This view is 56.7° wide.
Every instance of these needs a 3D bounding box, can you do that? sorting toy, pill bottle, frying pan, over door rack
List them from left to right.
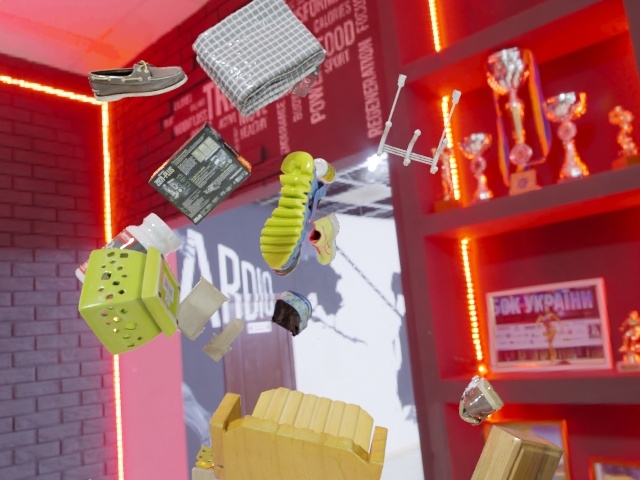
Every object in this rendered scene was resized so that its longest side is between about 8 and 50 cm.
[{"bbox_3d":[-0.726,0.075,2.271,0.363,0.210,0.210,-44,1,-16],"label":"pill bottle"},{"bbox_3d":[-0.274,0.656,1.599,0.132,0.274,0.046,5,21,7],"label":"sorting toy"},{"bbox_3d":[-0.094,-0.003,2.012,0.053,0.197,0.326,7,-30,-39],"label":"frying pan"},{"bbox_3d":[0.013,-0.228,1.984,0.065,0.065,0.116,-9,-12,20],"label":"pill bottle"},{"bbox_3d":[0.362,-0.435,2.188,0.240,0.324,0.108,16,3,-3],"label":"over door rack"}]

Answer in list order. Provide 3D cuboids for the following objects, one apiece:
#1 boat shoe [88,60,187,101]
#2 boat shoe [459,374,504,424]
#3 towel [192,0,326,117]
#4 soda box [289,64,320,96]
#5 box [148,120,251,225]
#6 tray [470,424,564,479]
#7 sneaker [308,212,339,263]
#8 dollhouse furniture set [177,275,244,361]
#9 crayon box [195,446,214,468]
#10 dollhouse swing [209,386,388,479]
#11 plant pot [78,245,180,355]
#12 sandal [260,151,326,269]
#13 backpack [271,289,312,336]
[{"bbox_3d":[-0.617,-0.547,2.002,0.324,0.116,0.096,-8,-54,4],"label":"boat shoe"},{"bbox_3d":[0.473,0.495,1.810,0.123,0.123,0.342,-36,-16,0],"label":"boat shoe"},{"bbox_3d":[-0.155,-0.488,1.533,0.284,0.235,0.121,-37,-18,-10],"label":"towel"},{"bbox_3d":[-0.054,-0.564,2.066,0.060,0.053,0.169,14,-16,-15],"label":"soda box"},{"bbox_3d":[-0.270,-0.151,1.346,0.180,0.147,0.077,-43,19,11],"label":"box"},{"bbox_3d":[0.359,0.601,1.231,0.203,0.410,0.076,25,-4,-41],"label":"tray"},{"bbox_3d":[0.000,0.000,1.944,0.094,0.081,0.208,-16,-44,-22],"label":"sneaker"},{"bbox_3d":[-0.405,0.246,2.018,0.174,0.303,0.355,-49,3,-13],"label":"dollhouse furniture set"},{"bbox_3d":[-0.268,0.764,1.854,0.083,0.203,0.323,-34,8,-35],"label":"crayon box"},{"bbox_3d":[-0.024,0.396,1.329,0.347,0.305,0.315,11,-49,8],"label":"dollhouse swing"},{"bbox_3d":[-0.521,0.158,1.676,0.207,0.227,0.228,-12,-44,4],"label":"plant pot"},{"bbox_3d":[-0.060,-0.070,1.599,0.126,0.317,0.138,15,-7,32],"label":"sandal"},{"bbox_3d":[-0.077,0.194,1.665,0.084,0.105,0.114,-43,-27,-37],"label":"backpack"}]
